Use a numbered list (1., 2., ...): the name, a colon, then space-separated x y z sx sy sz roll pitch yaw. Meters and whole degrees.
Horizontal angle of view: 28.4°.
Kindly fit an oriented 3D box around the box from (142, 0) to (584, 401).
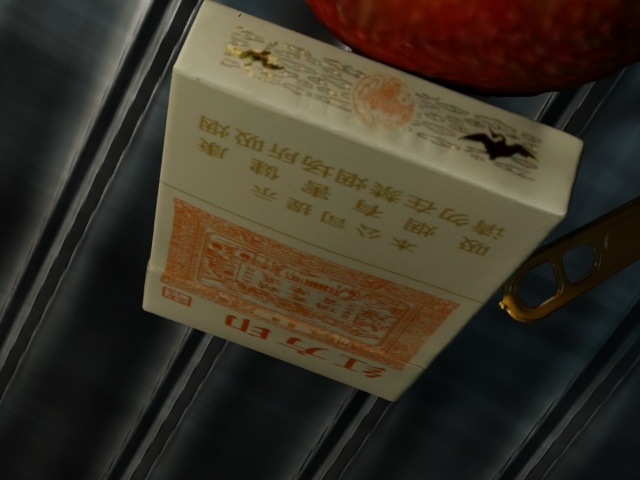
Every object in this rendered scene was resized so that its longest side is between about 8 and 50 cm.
1. box: -0.001 0.001 0.772 0.204 0.051 0.365 20 157 -2

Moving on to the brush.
1. brush: 0.236 -0.033 0.760 0.314 0.017 0.090 -27 114 -16

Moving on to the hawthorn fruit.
1. hawthorn fruit: 0.092 -0.201 0.665 0.275 0.299 0.275 1 84 -7
